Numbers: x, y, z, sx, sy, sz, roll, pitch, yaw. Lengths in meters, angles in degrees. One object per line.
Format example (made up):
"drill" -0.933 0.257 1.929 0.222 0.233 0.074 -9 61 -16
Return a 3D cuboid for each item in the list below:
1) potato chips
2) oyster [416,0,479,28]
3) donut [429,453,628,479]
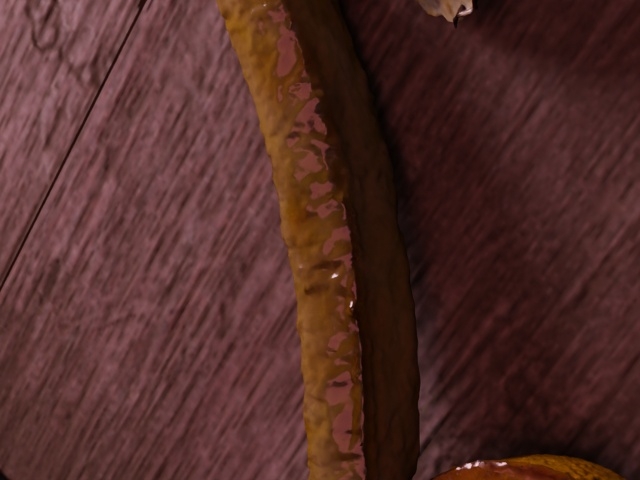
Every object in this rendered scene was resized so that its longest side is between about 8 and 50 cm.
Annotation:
"potato chips" 0.000 0.000 0.739 0.080 0.057 0.407 -12 89 28
"oyster" -0.006 -0.231 0.702 0.166 0.094 0.294 -27 96 50
"donut" 0.122 0.182 0.714 0.178 0.065 0.162 38 122 18
